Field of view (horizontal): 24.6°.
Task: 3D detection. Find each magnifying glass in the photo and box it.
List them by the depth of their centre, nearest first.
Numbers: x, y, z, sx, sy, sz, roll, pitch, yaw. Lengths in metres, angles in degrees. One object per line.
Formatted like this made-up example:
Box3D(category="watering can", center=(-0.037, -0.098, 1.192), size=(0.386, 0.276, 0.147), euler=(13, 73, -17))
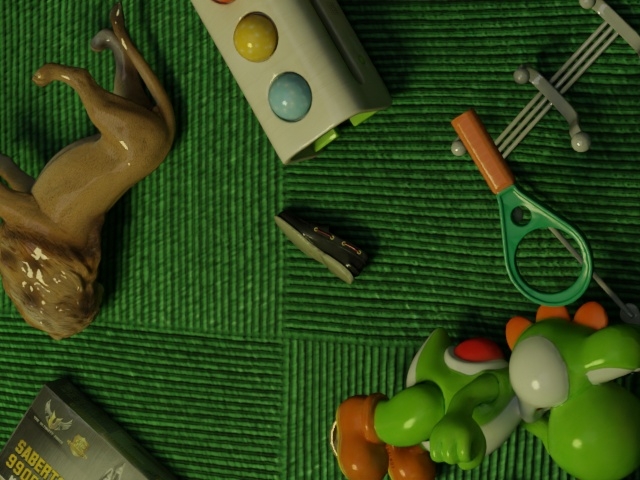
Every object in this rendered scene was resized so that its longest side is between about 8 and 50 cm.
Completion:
Box3D(category="magnifying glass", center=(0.209, -0.035, 1.557), size=(0.092, 0.026, 0.231), euler=(-31, 91, 23))

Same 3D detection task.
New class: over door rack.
Box3D(category="over door rack", center=(0.322, -0.077, 1.572), size=(0.324, 0.108, 0.239), euler=(46, 112, 12))

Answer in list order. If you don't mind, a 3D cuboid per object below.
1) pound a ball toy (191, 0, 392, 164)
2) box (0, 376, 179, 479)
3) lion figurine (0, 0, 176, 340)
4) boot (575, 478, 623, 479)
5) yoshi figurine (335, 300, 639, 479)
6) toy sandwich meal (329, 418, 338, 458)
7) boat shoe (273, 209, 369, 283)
Box3D(category="pound a ball toy", center=(-0.035, -0.275, 1.680), size=(0.208, 0.135, 0.319), euler=(-33, 83, 30))
Box3D(category="box", center=(-0.311, 0.323, 1.922), size=(0.231, 0.056, 0.183), euler=(40, 110, 15))
Box3D(category="lion figurine", center=(-0.291, -0.079, 1.828), size=(0.240, 0.142, 0.392), euler=(42, 106, 6))
Box3D(category="boot", center=(0.235, 0.382, 1.633), size=(0.305, 0.115, 0.112), euler=(-59, 42, 13))
Box3D(category="yoshi figurine", center=(0.208, 0.209, 1.602), size=(0.362, 0.203, 0.203), euler=(-24, 113, 30))
Box3D(category="toy sandwich meal", center=(0.044, 0.240, 1.770), size=(0.085, 0.029, 0.086), euler=(3, 97, 24))
Box3D(category="boat shoe", center=(0.000, 0.001, 1.759), size=(0.133, 0.049, 0.042), euler=(34, 75, 26))
